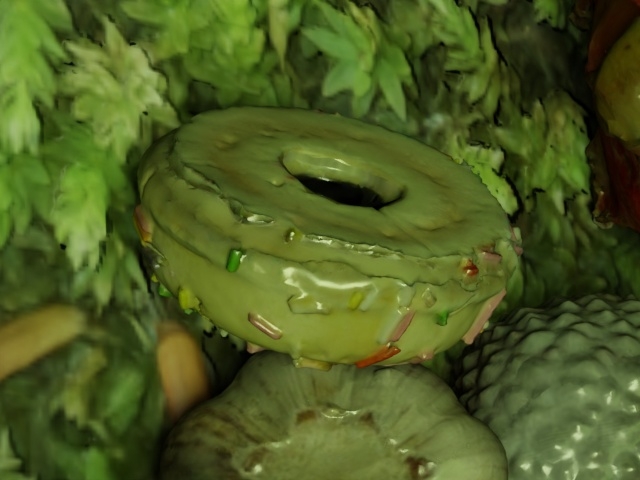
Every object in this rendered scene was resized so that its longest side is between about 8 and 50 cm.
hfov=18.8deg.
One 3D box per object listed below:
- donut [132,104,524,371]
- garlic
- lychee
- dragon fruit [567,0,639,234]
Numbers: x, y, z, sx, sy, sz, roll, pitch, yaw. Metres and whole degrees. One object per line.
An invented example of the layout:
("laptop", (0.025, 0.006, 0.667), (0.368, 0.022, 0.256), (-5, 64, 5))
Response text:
("donut", (0.000, 0.000, 0.836), (0.175, 0.174, 0.068), (-6, 122, -42))
("garlic", (0.009, 0.118, 0.829), (0.159, 0.102, 0.147), (27, 75, 12))
("lychee", (0.118, 0.107, 0.912), (0.165, 0.197, 0.165), (-12, 90, -86))
("dragon fruit", (0.234, -0.108, 0.965), (0.263, 0.296, 0.314), (24, 49, -44))
